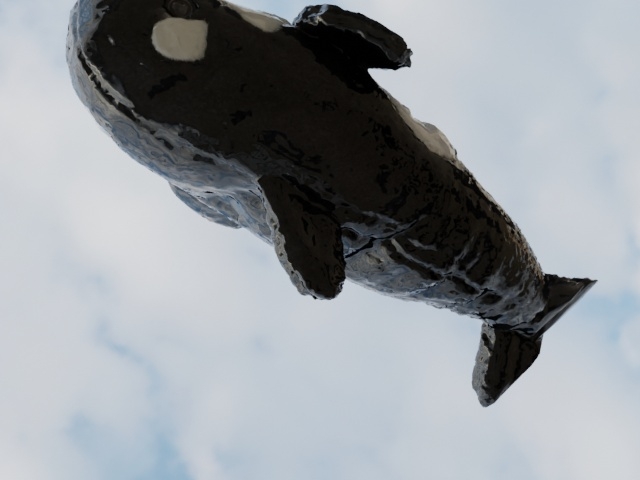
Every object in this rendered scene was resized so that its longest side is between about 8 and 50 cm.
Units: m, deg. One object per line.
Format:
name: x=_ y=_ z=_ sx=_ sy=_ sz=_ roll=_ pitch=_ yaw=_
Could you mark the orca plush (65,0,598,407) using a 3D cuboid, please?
orca plush: x=0.000 y=0.000 z=0.612 sx=0.287 sy=0.151 sz=0.102 roll=46 pitch=-141 yaw=-31
